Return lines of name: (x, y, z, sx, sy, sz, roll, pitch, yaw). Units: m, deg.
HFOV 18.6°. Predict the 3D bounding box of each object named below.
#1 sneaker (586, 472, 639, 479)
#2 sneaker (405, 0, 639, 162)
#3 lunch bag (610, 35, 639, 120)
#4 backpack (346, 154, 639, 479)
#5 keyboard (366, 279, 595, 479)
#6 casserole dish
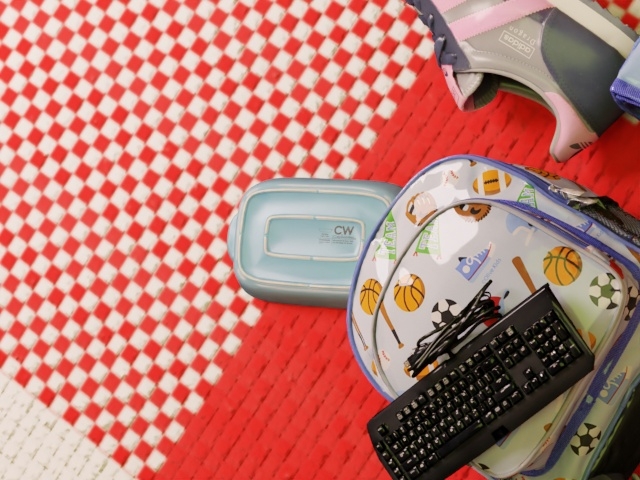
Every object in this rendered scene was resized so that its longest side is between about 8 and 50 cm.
sneaker: (0.245, 0.207, 1.403, 0.226, 0.086, 0.163, 103, 148, -42)
sneaker: (0.119, -0.186, 1.639, 0.319, 0.112, 0.131, 34, 92, 22)
lunch bag: (0.379, -0.142, 1.484, 0.293, 0.138, 0.221, 28, 79, 14)
backpack: (0.151, 0.063, 1.551, 0.263, 0.213, 0.276, 35, 98, 32)
keyboard: (0.103, 0.105, 1.439, 0.192, 0.038, 0.100, -40, 72, 24)
casserole dish: (0.000, 0.000, 1.698, 0.188, 0.037, 0.114, 4, 84, 20)
